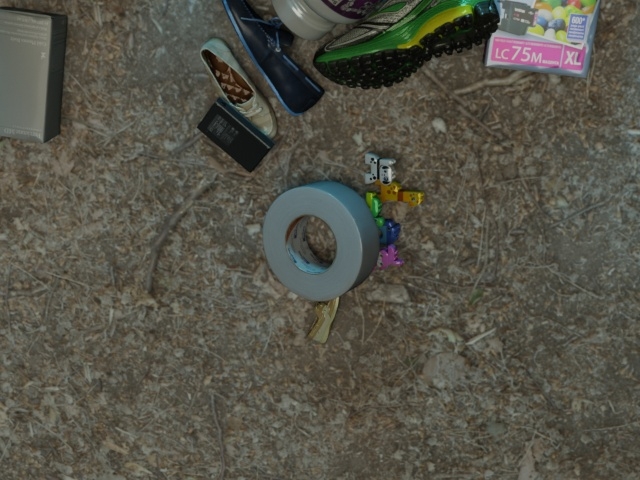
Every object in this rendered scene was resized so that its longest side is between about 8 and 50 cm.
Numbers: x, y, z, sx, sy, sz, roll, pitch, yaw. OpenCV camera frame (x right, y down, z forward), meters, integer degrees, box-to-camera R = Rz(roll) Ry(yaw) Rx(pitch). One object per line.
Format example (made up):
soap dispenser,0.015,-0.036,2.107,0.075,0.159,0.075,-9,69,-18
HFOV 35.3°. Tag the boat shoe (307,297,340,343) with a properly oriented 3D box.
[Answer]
boat shoe,0.007,0.140,1.980,0.045,0.050,0.135,15,108,-3

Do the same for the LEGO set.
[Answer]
LEGO set,0.141,-0.056,1.884,0.093,0.087,0.227,5,108,21

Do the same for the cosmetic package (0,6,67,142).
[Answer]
cosmetic package,-0.554,-0.311,1.888,0.127,0.107,0.238,7,104,2

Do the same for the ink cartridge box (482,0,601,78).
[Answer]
ink cartridge box,0.397,-0.449,1.753,0.186,0.065,0.311,7,106,4

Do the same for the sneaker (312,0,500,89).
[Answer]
sneaker,0.143,-0.377,1.789,0.343,0.134,0.146,-20,67,19

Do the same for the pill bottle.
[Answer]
pill bottle,0.056,-0.472,1.697,0.169,0.169,0.301,48,130,-8

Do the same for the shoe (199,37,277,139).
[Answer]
shoe,-0.156,-0.274,1.872,0.076,0.058,0.219,-31,100,15

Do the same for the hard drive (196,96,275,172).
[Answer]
hard drive,-0.160,-0.197,1.892,0.135,0.022,0.094,41,140,-6

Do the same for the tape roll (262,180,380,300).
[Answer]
tape roll,0.000,0.000,1.885,0.219,0.072,0.219,9,108,30

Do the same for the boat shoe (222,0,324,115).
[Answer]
boat shoe,-0.084,-0.353,1.831,0.089,0.109,0.258,-31,117,8
